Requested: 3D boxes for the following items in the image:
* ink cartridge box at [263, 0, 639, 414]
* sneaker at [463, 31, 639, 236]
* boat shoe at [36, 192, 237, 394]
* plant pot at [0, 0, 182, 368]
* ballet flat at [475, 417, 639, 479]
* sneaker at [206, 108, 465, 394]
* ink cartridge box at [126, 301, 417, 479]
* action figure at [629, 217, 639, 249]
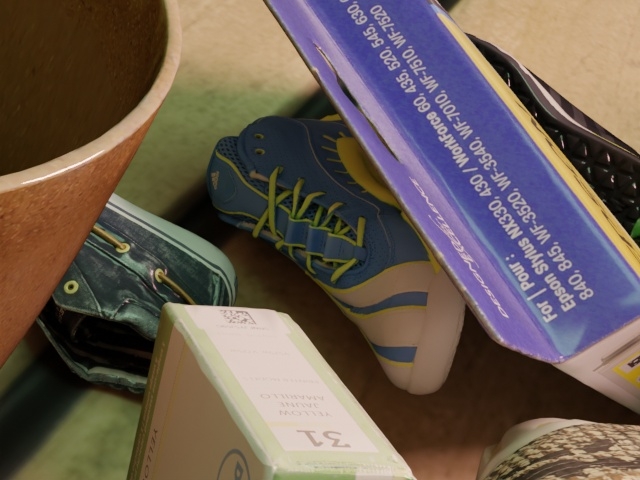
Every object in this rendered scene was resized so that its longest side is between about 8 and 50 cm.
[{"bbox_3d":[0.085,-0.052,0.675,0.303,0.072,0.307,58,11,26],"label":"ink cartridge box"},{"bbox_3d":[0.158,-0.057,0.885,0.235,0.084,0.097,42,14,20],"label":"sneaker"},{"bbox_3d":[-0.132,0.009,0.621,0.183,0.065,0.083,24,35,-4],"label":"boat shoe"},{"bbox_3d":[-0.195,0.002,0.435,0.237,0.254,0.237,15,37,-12],"label":"plant pot"},{"bbox_3d":[0.185,0.147,0.593,0.483,0.164,0.182,4,20,-35],"label":"ballet flat"},{"bbox_3d":[0.000,0.000,0.701,0.126,0.091,0.240,5,28,-11],"label":"sneaker"},{"bbox_3d":[-0.011,0.141,0.381,0.056,0.171,0.235,7,18,-23],"label":"ink cartridge box"},{"bbox_3d":[0.253,0.027,0.701,0.063,0.137,0.232,-37,29,-10],"label":"action figure"}]
